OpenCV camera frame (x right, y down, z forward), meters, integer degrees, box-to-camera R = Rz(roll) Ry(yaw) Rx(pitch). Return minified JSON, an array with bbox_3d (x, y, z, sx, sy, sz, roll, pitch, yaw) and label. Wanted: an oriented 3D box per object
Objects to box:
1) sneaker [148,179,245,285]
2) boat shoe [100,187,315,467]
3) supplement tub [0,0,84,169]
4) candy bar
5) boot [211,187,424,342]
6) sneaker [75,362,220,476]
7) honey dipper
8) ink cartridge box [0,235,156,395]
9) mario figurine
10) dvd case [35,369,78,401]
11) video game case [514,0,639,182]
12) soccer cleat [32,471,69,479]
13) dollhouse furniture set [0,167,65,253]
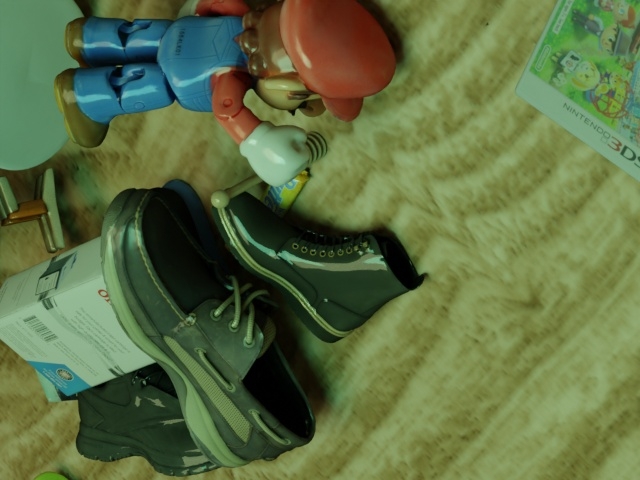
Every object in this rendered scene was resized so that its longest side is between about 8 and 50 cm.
[{"bbox_3d":[-0.139,0.051,1.878,0.081,0.090,0.232,-27,94,44],"label":"sneaker"},{"bbox_3d":[-0.102,0.083,1.768,0.130,0.132,0.355,-9,130,24],"label":"boat shoe"},{"bbox_3d":[-0.430,-0.203,1.879,0.324,0.235,0.235,15,122,33],"label":"supplement tub"},{"bbox_3d":[-0.055,-0.030,1.817,0.040,0.018,0.161,45,134,11],"label":"candy bar"},{"bbox_3d":[0.000,0.000,1.747,0.198,0.077,0.137,43,132,-16],"label":"boot"},{"bbox_3d":[-0.179,0.192,1.985,0.286,0.109,0.130,2,104,35],"label":"sneaker"},{"bbox_3d":[-0.053,-0.065,1.695,0.030,0.160,0.030,20,125,32],"label":"honey dipper"},{"bbox_3d":[-0.253,0.082,1.939,0.190,0.082,0.139,-23,126,32],"label":"ink cartridge box"},{"bbox_3d":[-0.082,-0.149,1.670,0.320,0.170,0.198,-3,92,17],"label":"mario figurine"},{"bbox_3d":[-0.325,0.142,2.135,0.087,0.013,0.119,-7,107,42],"label":"dvd case"},{"bbox_3d":[0.280,-0.155,1.469,0.193,0.023,0.212,38,131,18],"label":"video game case"},{"bbox_3d":[-0.312,0.434,2.229,0.121,0.093,0.289,-18,100,50],"label":"soccer cleat"},{"bbox_3d":[-0.434,0.016,1.986,0.259,0.262,0.135,166,93,-74],"label":"dollhouse furniture set"}]
